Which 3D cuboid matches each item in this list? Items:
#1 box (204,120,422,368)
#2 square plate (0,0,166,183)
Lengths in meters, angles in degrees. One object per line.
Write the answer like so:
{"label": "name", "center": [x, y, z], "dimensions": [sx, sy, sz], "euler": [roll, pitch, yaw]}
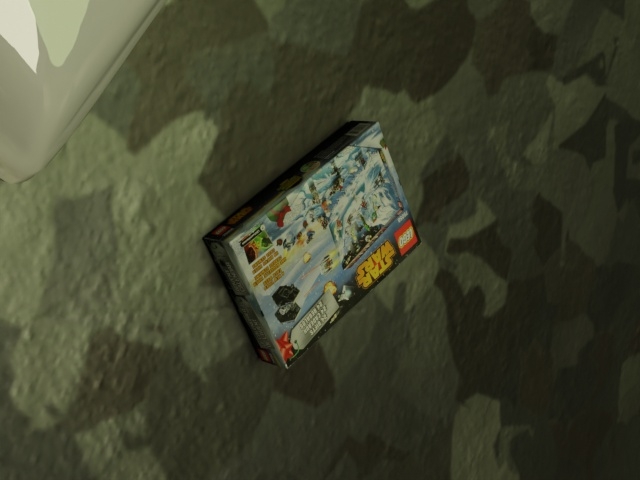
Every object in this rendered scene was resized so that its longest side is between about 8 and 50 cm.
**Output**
{"label": "box", "center": [0.000, 0.000, 0.670], "dimensions": [0.137, 0.027, 0.094], "euler": [-40, 122, -32]}
{"label": "square plate", "center": [-0.129, -0.258, 0.408], "dimensions": [0.344, 0.049, 0.347], "euler": [50, 50, -28]}
